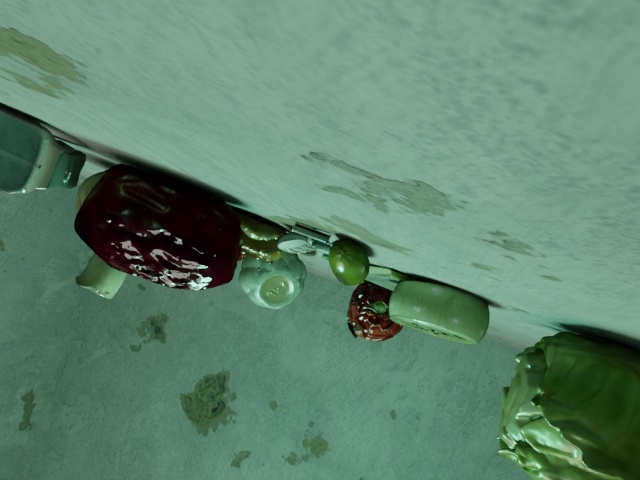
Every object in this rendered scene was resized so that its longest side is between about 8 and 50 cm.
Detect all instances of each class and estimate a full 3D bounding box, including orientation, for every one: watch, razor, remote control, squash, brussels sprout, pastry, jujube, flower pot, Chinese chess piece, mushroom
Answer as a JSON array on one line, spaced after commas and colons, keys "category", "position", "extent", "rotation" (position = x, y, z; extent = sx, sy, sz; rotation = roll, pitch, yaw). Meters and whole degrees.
[{"category": "watch", "position": [-0.642, -0.197, 1.119], "extent": [0.253, 0.161, 0.241], "rotation": [25, -175, -19]}, {"category": "razor", "position": [-0.003, 0.007, 1.204], "extent": [0.084, 0.036, 0.211], "rotation": [21, 174, 15]}, {"category": "remote control", "position": [-0.056, 0.006, 1.329], "extent": [0.073, 0.044, 0.229], "rotation": [-15, 172, 10]}, {"category": "squash", "position": [0.069, 0.059, 1.198], "extent": [0.094, 0.094, 0.341], "rotation": [20, 172, 8]}, {"category": "brussels sprout", "position": [0.603, 0.392, 1.141], "extent": [0.361, 0.342, 0.425], "rotation": [21, 174, 13]}, {"category": "pastry", "position": [-0.196, -0.014, 1.363], "extent": [0.218, 0.100, 0.229], "rotation": [26, 171, -40]}, {"category": "jujube", "position": [-0.358, -0.028, 1.175], "extent": [0.377, 0.258, 0.258], "rotation": [13, 174, 1]}, {"category": "flower pot", "position": [-0.172, 0.128, 1.891], "extent": [0.246, 0.246, 0.195], "rotation": [23, -162, -25]}, {"category": "Chinese chess piece", "position": [0.297, 0.183, 1.321], "extent": [0.250, 0.101, 0.250], "rotation": [17, 167, 4]}, {"category": "mushroom", "position": [-0.549, -0.016, 1.433], "extent": [0.314, 0.336, 0.314], "rotation": [25, 168, 6]}]

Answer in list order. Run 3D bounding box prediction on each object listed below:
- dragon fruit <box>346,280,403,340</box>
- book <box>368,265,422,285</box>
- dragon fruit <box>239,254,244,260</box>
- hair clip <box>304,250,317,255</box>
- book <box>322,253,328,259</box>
[{"category": "dragon fruit", "position": [0.192, 0.252, 1.896], "extent": [0.234, 0.233, 0.293], "rotation": [22, 170, -11]}, {"category": "book", "position": [0.272, 0.141, 1.488], "extent": [0.352, 0.035, 0.239], "rotation": [23, 170, -23]}, {"category": "dragon fruit", "position": [-0.330, 0.011, 1.704], "extent": [0.172, 0.172, 0.209], "rotation": [18, -167, 27]}, {"category": "hair clip", "position": [-0.118, 0.001, 1.551], "extent": [0.226, 0.034, 0.072], "rotation": [19, 178, -6]}, {"category": "book", "position": [0.084, 0.077, 1.630], "extent": [0.135, 0.017, 0.103], "rotation": [16, 172, 37]}]
